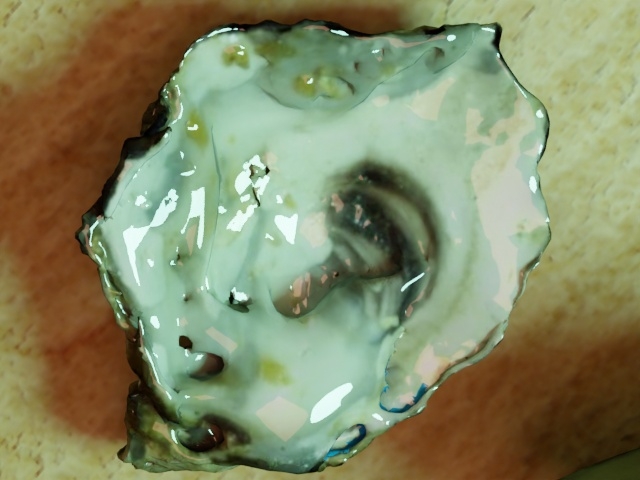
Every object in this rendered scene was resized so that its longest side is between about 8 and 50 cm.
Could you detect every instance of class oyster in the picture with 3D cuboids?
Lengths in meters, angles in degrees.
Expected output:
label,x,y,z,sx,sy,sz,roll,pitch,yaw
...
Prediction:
label,x,y,z,sx,sy,sz,roll,pitch,yaw
oyster,0.000,0.000,0.843,0.222,0.083,0.214,-10,109,-10

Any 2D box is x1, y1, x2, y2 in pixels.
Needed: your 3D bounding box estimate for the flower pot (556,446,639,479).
label,x,y,z,sx,sy,sz,roll,pitch,yaw
flower pot,0.226,0.200,0.829,0.307,0.307,0.244,-15,86,-3
